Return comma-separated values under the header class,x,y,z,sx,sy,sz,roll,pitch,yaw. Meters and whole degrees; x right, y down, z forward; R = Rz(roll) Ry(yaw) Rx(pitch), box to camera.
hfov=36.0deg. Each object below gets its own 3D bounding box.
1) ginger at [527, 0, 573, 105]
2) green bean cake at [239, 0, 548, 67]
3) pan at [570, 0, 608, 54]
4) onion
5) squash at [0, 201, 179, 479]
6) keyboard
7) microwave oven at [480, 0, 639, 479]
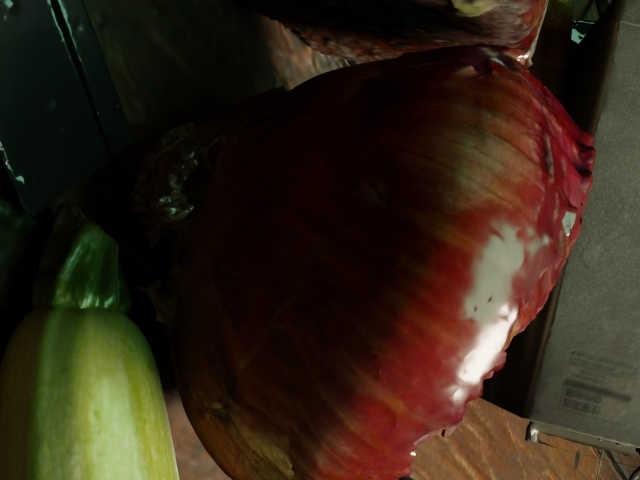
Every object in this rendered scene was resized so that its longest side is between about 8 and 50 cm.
class,x,y,z,sx,sy,sz,roll,pitch,yaw
ginger,0.153,-0.157,0.750,0.115,0.081,0.205,-44,141,-29
green bean cake,0.018,-0.150,0.461,0.233,0.199,0.097,13,93,-76
pan,0.300,-0.182,0.973,0.202,0.128,0.048,-40,151,-54
onion,0.000,0.000,0.427,0.230,0.163,0.230,-60,-176,7
squash,-0.090,0.096,0.381,0.094,0.094,0.224,-4,91,-60
keyboard,-0.118,-0.104,0.344,0.060,0.018,0.195,-45,133,-39
microwave oven,0.376,0.042,0.752,0.236,0.432,0.374,73,32,-83
